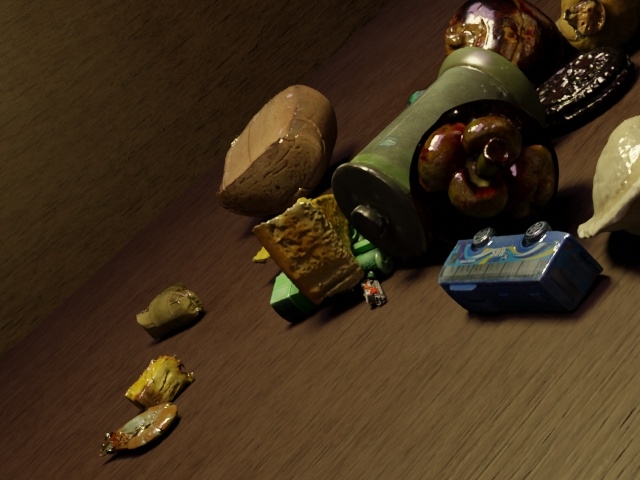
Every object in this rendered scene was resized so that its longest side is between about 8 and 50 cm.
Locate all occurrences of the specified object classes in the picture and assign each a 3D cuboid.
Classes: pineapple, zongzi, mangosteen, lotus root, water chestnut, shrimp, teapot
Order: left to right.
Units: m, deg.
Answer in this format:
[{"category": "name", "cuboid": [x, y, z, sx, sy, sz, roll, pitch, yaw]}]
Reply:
[{"category": "shrimp", "cuboid": [-0.312, 0.324, 1.889, 0.184, 0.043, 0.091, -28, 22, 32]}, {"category": "pineapple", "cuboid": [-0.294, 0.270, 1.986, 0.137, 0.069, 0.116, -41, 18, 28]}, {"category": "zongzi", "cuboid": [-0.285, 0.121, 2.361, 0.160, 0.078, 0.176, -20, 20, 38]}, {"category": "teapot", "cuboid": [0.156, -0.129, 1.760, 0.337, 0.200, 0.270, -45, 29, -26]}, {"category": "mangosteen", "cuboid": [0.219, -0.090, 1.495, 0.211, 0.211, 0.250, -38, -6, 2]}, {"category": "water chestnut", "cuboid": [0.337, -0.333, 2.031, 0.224, 0.238, 0.223, -14, 67, 37]}, {"category": "lotus root", "cuboid": [0.486, -0.405, 1.925, 0.257, 0.140, 0.154, -56, -22, -58]}]

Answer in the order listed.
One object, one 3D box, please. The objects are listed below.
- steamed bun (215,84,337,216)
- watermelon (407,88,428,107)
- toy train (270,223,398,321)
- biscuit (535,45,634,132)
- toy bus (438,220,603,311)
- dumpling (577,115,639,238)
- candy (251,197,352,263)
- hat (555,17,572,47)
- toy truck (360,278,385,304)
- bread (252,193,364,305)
[{"category": "steamed bun", "cuboid": [-0.080, -0.178, 2.545, 0.301, 0.199, 0.251, -39, 30, 33]}, {"category": "watermelon", "cuboid": [0.199, -0.198, 2.011, 0.128, 0.146, 0.231, -45, 19, -21]}, {"category": "toy train", "cuboid": [0.026, 0.046, 1.845, 0.251, 0.085, 0.119, -23, 38, 35]}, {"category": "biscuit", "cuboid": [0.419, -0.245, 1.812, 0.194, 0.053, 0.194, -35, 16, 11]}, {"category": "toy bus", "cuboid": [0.236, 0.037, 1.373, 0.094, 0.079, 0.236, -47, 17, -22]}, {"category": "dumpling", "cuboid": [0.362, -0.059, 1.292, 0.166, 0.126, 0.216, -50, 13, 24]}, {"category": "candy", "cuboid": [0.014, -0.025, 2.083, 0.297, 0.081, 0.187, -2, 38, 48]}, {"category": "hat", "cuboid": [0.458, -0.391, 2.151, 0.147, 0.085, 0.175, -29, -13, -21]}, {"category": "toy truck", "cuboid": [0.080, 0.080, 1.716, 0.032, 0.024, 0.083, -9, 14, -1]}, {"category": "bread", "cuboid": [0.000, 0.000, 1.805, 0.140, 0.169, 0.160, -31, 10, 25]}]
